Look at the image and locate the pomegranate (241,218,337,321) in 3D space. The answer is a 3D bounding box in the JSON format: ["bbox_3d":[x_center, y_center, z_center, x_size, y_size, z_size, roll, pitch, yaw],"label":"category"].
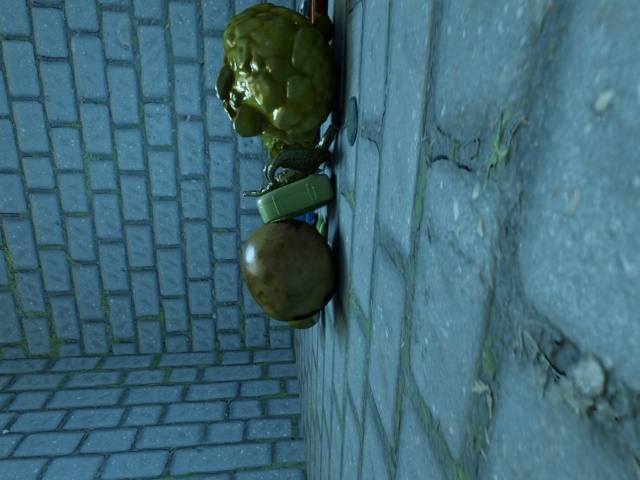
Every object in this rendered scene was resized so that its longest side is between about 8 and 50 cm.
[{"bbox_3d":[-0.090,0.089,1.294,0.322,0.321,0.323,179,90,-84],"label":"pomegranate"}]

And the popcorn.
[{"bbox_3d":[-0.106,-0.461,1.236,0.353,0.344,0.391,-2,80,39],"label":"popcorn"}]

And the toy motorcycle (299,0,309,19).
[{"bbox_3d":[-0.049,-0.801,1.697,0.297,0.109,0.199,98,180,-62],"label":"toy motorcycle"}]

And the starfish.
[{"bbox_3d":[-0.083,-0.219,1.372,0.083,0.323,0.432,58,164,-3],"label":"starfish"}]

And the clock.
[{"bbox_3d":[-0.075,-0.129,1.429,0.308,0.234,0.096,-98,-14,-88],"label":"clock"}]

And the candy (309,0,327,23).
[{"bbox_3d":[-0.008,-0.783,1.445,0.086,0.059,0.293,-106,16,-63],"label":"candy"}]

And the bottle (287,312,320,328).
[{"bbox_3d":[-0.071,0.159,1.666,0.171,0.171,0.352,177,90,-84],"label":"bottle"}]

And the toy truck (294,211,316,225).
[{"bbox_3d":[-0.105,-0.028,1.947,0.385,0.162,0.161,124,147,-78],"label":"toy truck"}]

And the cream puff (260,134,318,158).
[{"bbox_3d":[-0.124,-0.422,1.744,0.196,0.243,0.245,-102,13,-64],"label":"cream puff"}]

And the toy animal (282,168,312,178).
[{"bbox_3d":[-0.090,-0.220,1.828,0.250,0.153,0.167,18,121,65],"label":"toy animal"}]

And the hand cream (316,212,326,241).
[{"bbox_3d":[0.000,0.000,1.545,0.095,0.045,0.175,-108,25,-72],"label":"hand cream"}]

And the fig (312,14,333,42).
[{"bbox_3d":[0.006,-0.628,1.305,0.074,0.073,0.088,158,135,-83],"label":"fig"}]

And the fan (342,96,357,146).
[{"bbox_3d":[0.069,-0.281,1.053,0.175,0.005,0.114,-137,46,-79],"label":"fan"}]
